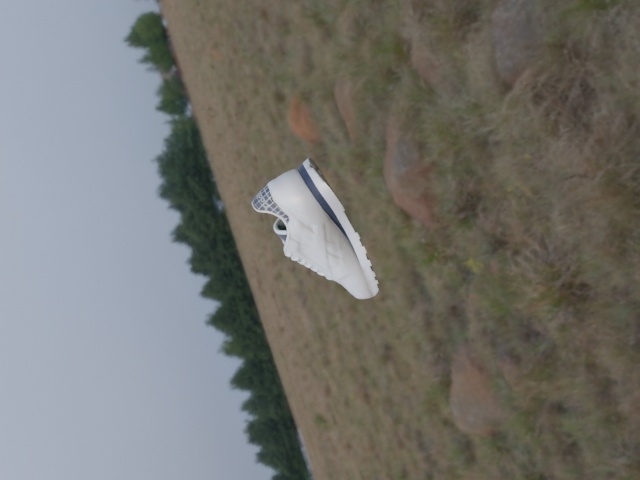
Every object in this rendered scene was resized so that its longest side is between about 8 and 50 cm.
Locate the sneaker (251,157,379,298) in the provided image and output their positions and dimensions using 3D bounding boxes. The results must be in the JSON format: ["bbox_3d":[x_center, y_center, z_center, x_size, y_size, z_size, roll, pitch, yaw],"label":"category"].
[{"bbox_3d":[0.000,0.000,1.073,0.235,0.094,0.090,57,180,-37],"label":"sneaker"}]
